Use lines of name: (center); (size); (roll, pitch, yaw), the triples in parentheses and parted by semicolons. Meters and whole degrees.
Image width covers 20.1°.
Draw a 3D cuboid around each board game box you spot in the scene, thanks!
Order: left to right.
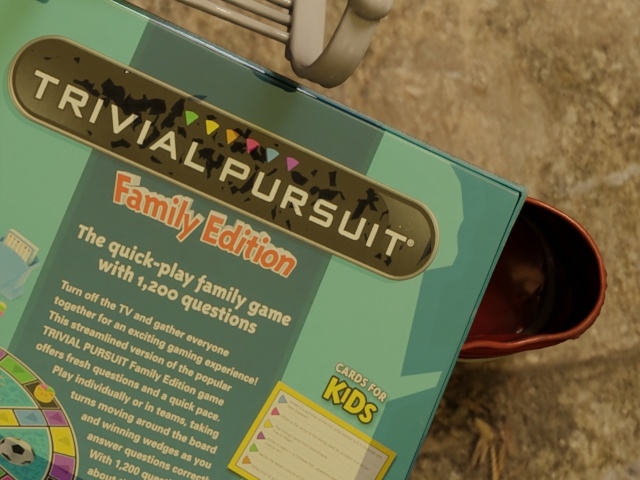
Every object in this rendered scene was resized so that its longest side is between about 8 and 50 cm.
board game box: (-0.095, 0.082, 0.749); (0.254, 0.079, 0.336); (24, 85, -19)

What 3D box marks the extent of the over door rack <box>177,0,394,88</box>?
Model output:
over door rack: (-0.082, -0.234, 0.738); (0.239, 0.108, 0.324); (20, 45, -25)

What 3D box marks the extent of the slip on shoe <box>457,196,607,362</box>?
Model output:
slip on shoe: (0.000, 0.000, 0.870); (0.331, 0.101, 0.123); (10, 82, -31)
